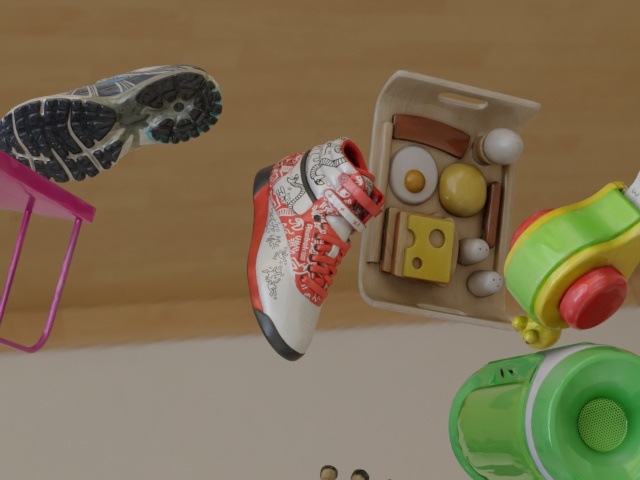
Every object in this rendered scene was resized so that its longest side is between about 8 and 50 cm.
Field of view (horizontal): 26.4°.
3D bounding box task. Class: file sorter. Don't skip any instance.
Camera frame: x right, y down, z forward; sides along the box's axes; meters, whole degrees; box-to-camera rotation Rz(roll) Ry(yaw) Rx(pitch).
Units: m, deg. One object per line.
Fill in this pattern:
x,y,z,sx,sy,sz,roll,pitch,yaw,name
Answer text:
-0.430,0.000,1.436,0.291,0.182,0.202,9,167,23,file sorter

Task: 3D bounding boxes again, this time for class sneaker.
-0.260,-0.152,1.698,0.283,0.122,0.110,-11,111,-1,sneaker
-0.001,-0.001,1.555,0.145,0.270,0.090,-23,137,24,sneaker

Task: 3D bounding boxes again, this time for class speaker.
0.196,0.156,1.151,0.131,0.131,0.296,-10,174,-11,speaker

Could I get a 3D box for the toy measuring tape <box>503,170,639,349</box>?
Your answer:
0.252,-0.021,1.249,0.121,0.121,0.330,2,130,-28,toy measuring tape

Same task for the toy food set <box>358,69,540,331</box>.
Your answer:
0.174,-0.047,1.752,0.220,0.306,0.092,10,171,-24,toy food set

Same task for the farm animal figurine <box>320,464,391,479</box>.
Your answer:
-0.051,0.420,1.437,0.327,0.330,0.172,-10,-167,17,farm animal figurine
